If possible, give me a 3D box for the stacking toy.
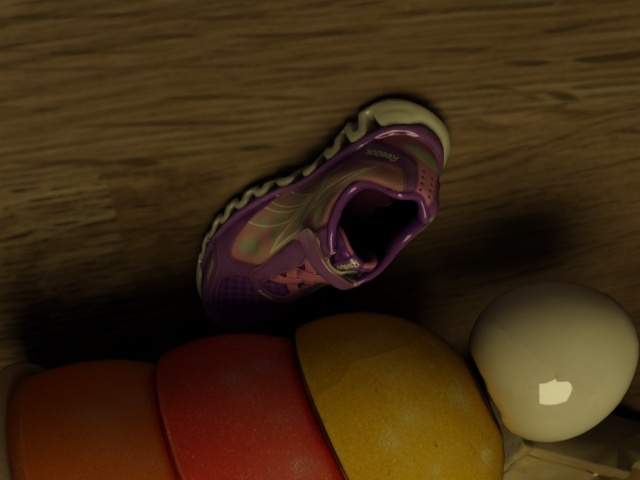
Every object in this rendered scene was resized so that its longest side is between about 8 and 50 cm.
[{"bbox_3d":[0.016,0.173,1.202,0.480,0.350,0.350,-24,128,5],"label":"stacking toy"}]

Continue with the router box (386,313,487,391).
[{"bbox_3d":[0.046,0.157,1.366,0.133,0.046,0.179,33,117,-28],"label":"router box"}]

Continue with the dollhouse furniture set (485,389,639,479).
[{"bbox_3d":[0.246,0.332,1.280,0.256,0.394,0.362,17,126,-36],"label":"dollhouse furniture set"}]

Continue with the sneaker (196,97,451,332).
[{"bbox_3d":[0.000,0.000,1.198,0.236,0.104,0.095,-38,125,23],"label":"sneaker"}]
